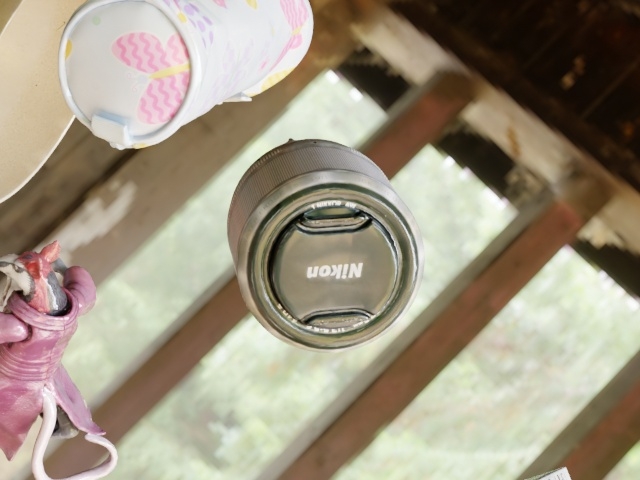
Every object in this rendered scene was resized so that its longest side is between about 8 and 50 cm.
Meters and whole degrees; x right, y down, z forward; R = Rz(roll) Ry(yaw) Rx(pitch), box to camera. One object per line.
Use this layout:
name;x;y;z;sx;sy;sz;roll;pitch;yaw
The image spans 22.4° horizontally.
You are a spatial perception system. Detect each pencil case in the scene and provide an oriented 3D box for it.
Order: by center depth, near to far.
pencil case;-0.100;-0.151;1.255;0.113;0.124;0.273;33;21;7

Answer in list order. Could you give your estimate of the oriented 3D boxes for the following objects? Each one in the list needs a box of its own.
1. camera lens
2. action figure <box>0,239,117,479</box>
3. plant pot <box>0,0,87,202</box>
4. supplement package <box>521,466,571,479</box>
camera lens;0.000;0.000;1.963;0.219;0.219;0.274;48;5;-16
action figure;-0.398;0.151;2.155;0.275;0.248;0.370;53;-37;24
plant pot;-0.351;-0.200;1.583;0.191;0.284;0.284;28;-13;9
supplement package;0.251;0.441;2.305;0.194;0.203;0.149;-30;-101;47
